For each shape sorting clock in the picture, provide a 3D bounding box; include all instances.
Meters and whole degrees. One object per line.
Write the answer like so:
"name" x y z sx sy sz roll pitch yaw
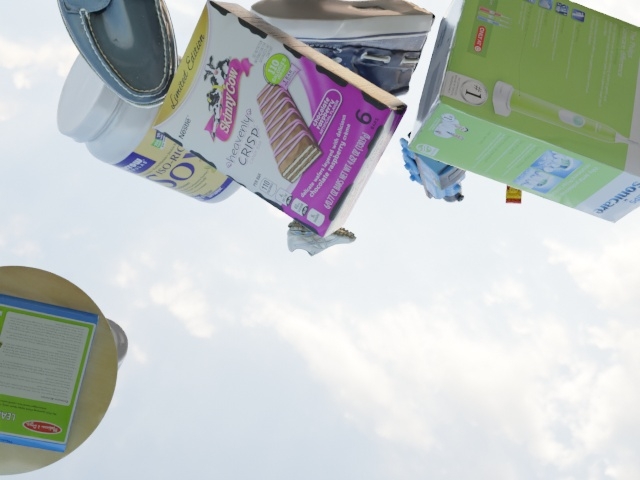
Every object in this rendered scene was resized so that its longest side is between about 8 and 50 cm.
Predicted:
"shape sorting clock" -0.308 0.128 0.765 0.206 0.040 0.206 3 -99 -17

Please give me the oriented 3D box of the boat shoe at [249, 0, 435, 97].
"boat shoe" 0.033 -0.291 1.214 0.340 0.158 0.127 -10 -143 -34

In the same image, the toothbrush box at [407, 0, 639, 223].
"toothbrush box" 0.273 -0.173 0.928 0.283 0.122 0.206 18 -112 -5

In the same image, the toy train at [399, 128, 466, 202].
"toy train" 0.186 -0.120 1.231 0.105 0.080 0.184 50 177 25

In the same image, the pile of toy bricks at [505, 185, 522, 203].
"pile of toy bricks" 0.405 -0.183 1.489 0.118 0.105 0.212 2 -103 16

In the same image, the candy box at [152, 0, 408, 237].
"candy box" -0.047 -0.133 0.832 0.233 0.159 0.071 33 -159 12

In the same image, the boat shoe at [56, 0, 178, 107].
"boat shoe" -0.238 -0.294 0.819 0.116 0.320 0.099 -20 -166 -8

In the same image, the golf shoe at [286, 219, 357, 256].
"golf shoe" 0.000 0.000 1.917 0.176 0.086 0.069 7 -158 -10

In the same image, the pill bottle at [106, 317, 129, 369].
"pill bottle" -0.436 0.235 1.438 0.112 0.187 0.112 18 -135 -19

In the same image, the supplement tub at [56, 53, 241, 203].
"supplement tub" -0.296 -0.230 1.452 0.331 0.241 0.241 22 -146 -38
